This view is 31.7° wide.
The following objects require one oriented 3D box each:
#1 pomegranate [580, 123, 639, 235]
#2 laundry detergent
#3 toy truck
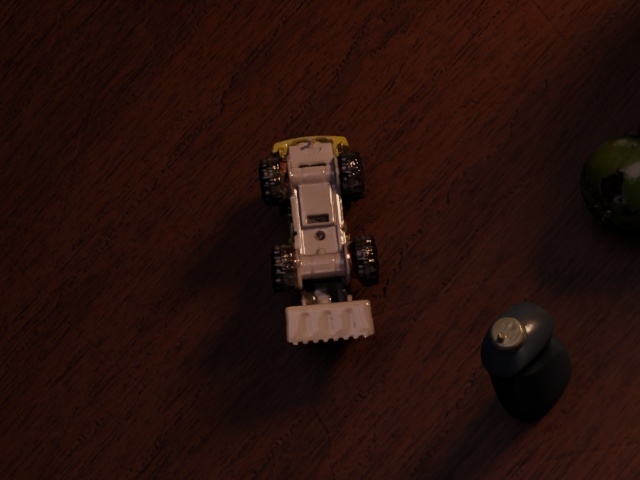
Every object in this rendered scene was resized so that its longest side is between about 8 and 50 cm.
[{"bbox_3d":[0.365,-0.079,1.294,0.122,0.122,0.161,18,64,26],"label":"pomegranate"},{"bbox_3d":[0.215,0.125,1.198,0.061,0.206,0.097,37,84,30],"label":"laundry detergent"},{"bbox_3d":[0.000,0.000,1.389,0.136,0.111,0.286,-6,66,0],"label":"toy truck"}]
